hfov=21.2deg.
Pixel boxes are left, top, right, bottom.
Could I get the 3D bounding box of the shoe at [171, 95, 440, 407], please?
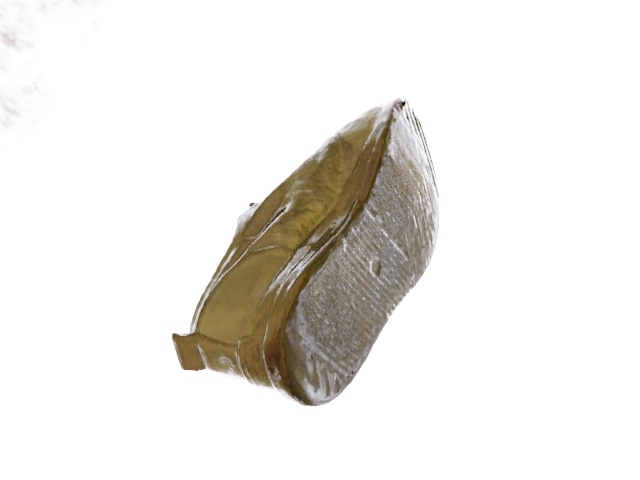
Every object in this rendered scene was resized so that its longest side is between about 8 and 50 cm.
[{"bbox_3d":[0.000,0.000,1.104,0.098,0.103,0.275,1,-147,29],"label":"shoe"}]
